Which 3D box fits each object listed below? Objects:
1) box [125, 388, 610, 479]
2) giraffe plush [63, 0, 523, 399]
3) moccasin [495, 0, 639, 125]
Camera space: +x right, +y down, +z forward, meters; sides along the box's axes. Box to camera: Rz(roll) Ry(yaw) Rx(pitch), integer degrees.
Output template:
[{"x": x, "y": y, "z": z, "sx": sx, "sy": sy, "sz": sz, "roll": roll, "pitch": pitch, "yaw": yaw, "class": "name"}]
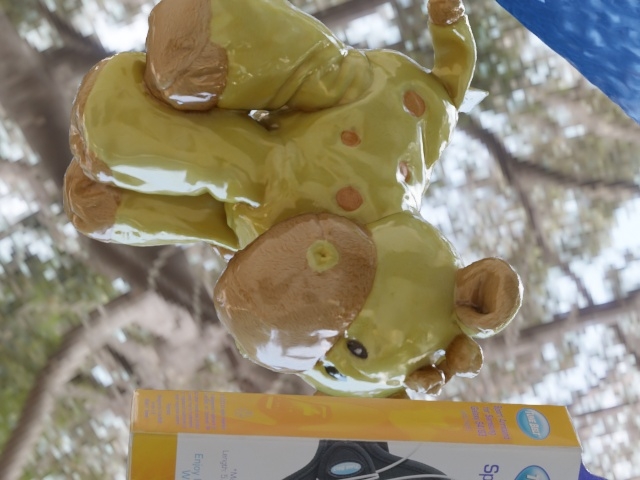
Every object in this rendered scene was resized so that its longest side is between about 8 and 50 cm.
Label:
[{"x": 0.014, "y": 0.084, "z": 0.532, "sx": 0.136, "sy": 0.081, "sz": 0.028, "roll": 2, "pitch": -156, "yaw": -7, "class": "box"}, {"x": 0.000, "y": 0.000, "z": 0.867, "sx": 0.210, "sy": 0.181, "sz": 0.170, "roll": -4, "pitch": -122, "yaw": -17, "class": "giraffe plush"}, {"x": 0.122, "y": -0.136, "z": 0.735, "sx": 0.137, "sy": 0.342, "sz": 0.117, "roll": 2, "pitch": -128, "yaw": 56, "class": "moccasin"}]
